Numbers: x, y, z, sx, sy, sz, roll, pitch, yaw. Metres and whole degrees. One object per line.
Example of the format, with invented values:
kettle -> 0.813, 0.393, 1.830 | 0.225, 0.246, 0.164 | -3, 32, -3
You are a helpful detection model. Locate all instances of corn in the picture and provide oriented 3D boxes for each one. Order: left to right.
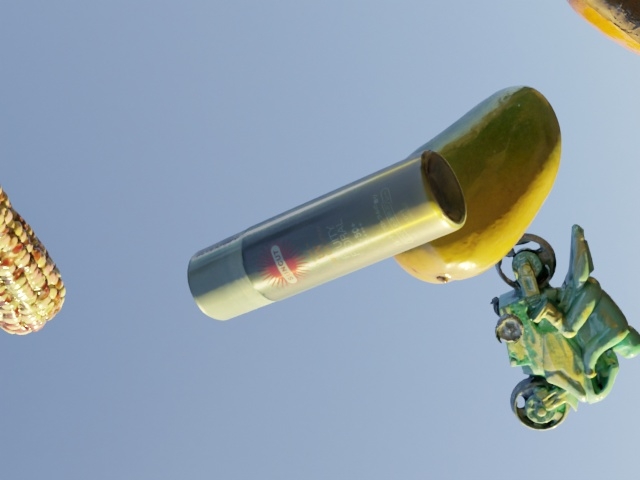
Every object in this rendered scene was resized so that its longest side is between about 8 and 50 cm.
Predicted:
corn -> -0.348, 0.003, 1.220 | 0.280, 0.092, 0.092 | 72, -160, -53

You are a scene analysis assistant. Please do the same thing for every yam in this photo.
yam -> 0.220, -0.195, 0.914 | 0.145, 0.032, 0.032 | 39, -148, 6

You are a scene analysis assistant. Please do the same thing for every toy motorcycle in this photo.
toy motorcycle -> 0.339, 0.124, 1.613 | 0.109, 0.198, 0.296 | -63, -40, -69

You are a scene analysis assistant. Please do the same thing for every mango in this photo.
mango -> 0.175, -0.062, 1.299 | 0.156, 0.251, 0.114 | 40, 168, 32

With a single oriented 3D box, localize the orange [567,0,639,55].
orange -> 0.301, -0.279, 1.056 | 0.249, 0.183, 0.248 | -1, -90, -66

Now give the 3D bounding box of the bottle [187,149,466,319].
bottle -> 0.000, 0.000, 1.146 | 0.082, 0.286, 0.082 | 39, -141, -41
